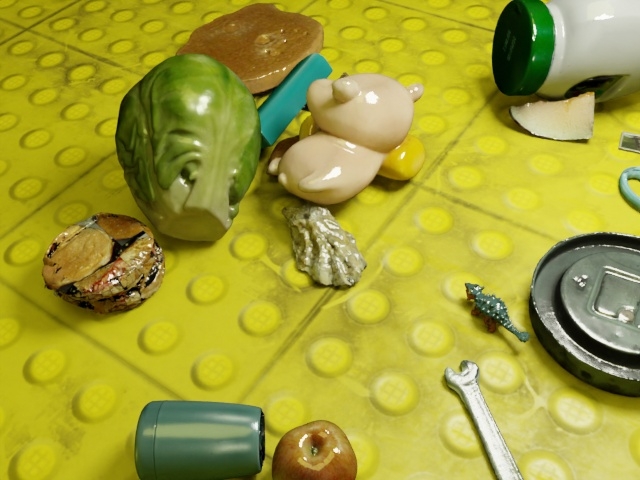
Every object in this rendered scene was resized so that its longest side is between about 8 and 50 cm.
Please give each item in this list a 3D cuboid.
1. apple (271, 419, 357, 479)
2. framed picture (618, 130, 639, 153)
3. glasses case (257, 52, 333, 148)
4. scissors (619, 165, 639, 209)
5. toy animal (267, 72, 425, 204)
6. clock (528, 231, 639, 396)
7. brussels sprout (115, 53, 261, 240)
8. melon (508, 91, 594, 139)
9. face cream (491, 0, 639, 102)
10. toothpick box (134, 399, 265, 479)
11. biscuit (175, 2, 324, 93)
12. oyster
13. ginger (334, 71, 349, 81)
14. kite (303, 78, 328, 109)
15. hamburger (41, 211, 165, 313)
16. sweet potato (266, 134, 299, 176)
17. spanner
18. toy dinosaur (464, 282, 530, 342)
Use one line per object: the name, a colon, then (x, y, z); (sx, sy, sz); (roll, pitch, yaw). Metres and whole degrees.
apple: (-0.010, 0.326, 0.924); (0.126, 0.102, 0.126); (-3, 48, 3)
framed picture: (0.719, -0.216, 1.431); (0.089, 0.006, 0.066); (17, 52, 19)
glasses case: (-0.093, -0.327, 1.508); (0.117, 0.070, 0.301); (-9, 40, 46)
scissors: (0.743, -0.030, 1.244); (0.180, 0.032, 0.392); (-13, 49, -7)
toy animal: (0.044, -0.245, 1.324); (0.345, 0.246, 0.277); (-22, 46, -28)
clock: (0.522, 0.119, 1.102); (0.319, 0.066, 0.318); (-2, 48, 2)
brussels sprout: (-0.258, -0.180, 1.279); (0.289, 0.281, 0.354); (-15, 73, 34)
melon: (0.528, -0.277, 1.451); (0.182, 0.098, 0.054); (-5, 34, 22)
face cream: (0.593, -0.434, 1.438); (0.357, 0.312, 0.219); (-2, 76, -8)
toothpick box: (-0.173, 0.299, 0.952); (0.184, 0.120, 0.120); (-1, 48, -1)
biscuit: (-0.186, -0.515, 1.726); (0.365, 0.062, 0.385); (32, 57, 30)
oyster: (0.009, 0.001, 1.241); (0.133, 0.072, 0.209); (-15, 50, -5)
ginger: (0.026, -0.376, 1.585); (0.137, 0.044, 0.057); (-28, 30, -24)
kite: (0.049, -0.342, 1.584); (0.286, 0.015, 0.152); (28, 56, 26)
hamburger: (-0.412, 0.042, 1.210); (0.231, 0.106, 0.231); (-5, 48, 5)
sweet potato: (-0.073, -0.206, 1.449); (0.056, 0.056, 0.195); (19, 46, 20)
spanner: (0.265, 0.314, 0.976); (0.071, 0.017, 0.301); (-14, 49, -9)
toy dinosaur: (0.306, 0.126, 1.118); (0.049, 0.055, 0.154); (-26, 49, -23)
